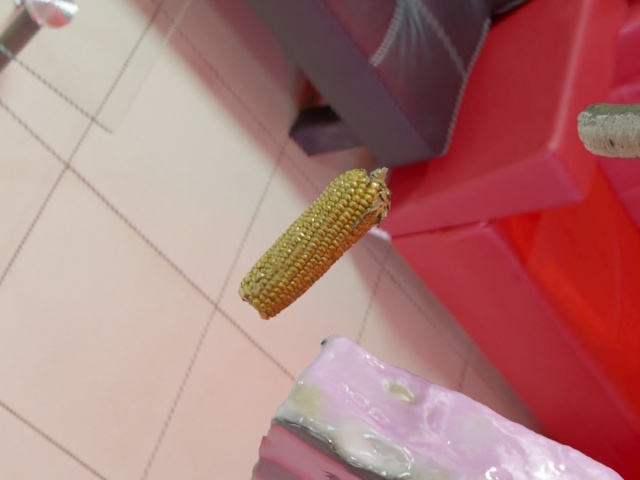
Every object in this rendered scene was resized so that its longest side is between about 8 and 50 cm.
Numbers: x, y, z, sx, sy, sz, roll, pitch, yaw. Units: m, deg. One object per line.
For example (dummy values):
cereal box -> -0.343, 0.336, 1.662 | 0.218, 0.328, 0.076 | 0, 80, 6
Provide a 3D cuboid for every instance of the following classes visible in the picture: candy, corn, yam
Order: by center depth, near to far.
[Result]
corn -> 0.000, 0.000, 0.448 | 0.083, 0.028, 0.027 | -46, 156, -4
yam -> 0.226, -0.081, 0.774 | 0.043, 0.094, 0.043 | -2, 97, -18
candy -> 0.081, 0.202, 0.807 | 0.116, 0.265, 0.155 | -51, 159, -45
